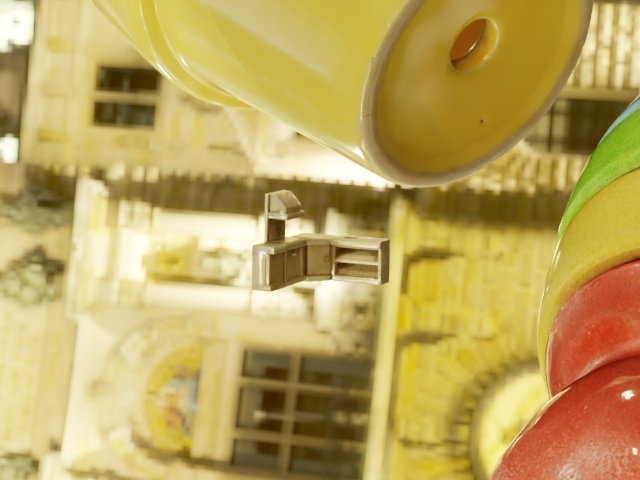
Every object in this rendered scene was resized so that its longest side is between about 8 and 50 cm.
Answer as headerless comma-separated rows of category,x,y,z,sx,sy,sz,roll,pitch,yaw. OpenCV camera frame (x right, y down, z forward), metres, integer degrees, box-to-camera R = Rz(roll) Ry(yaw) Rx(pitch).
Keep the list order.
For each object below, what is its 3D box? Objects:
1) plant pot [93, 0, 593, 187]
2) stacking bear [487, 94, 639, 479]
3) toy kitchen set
plant pot,0.020,-0.162,0.901,0.254,0.239,0.254,-25,-42,-25
stacking bear,0.145,0.035,0.503,0.289,0.164,0.175,-51,-17,-43
toy kitchen set,0.000,0.000,1.143,0.083,0.075,0.068,-16,-72,-62
